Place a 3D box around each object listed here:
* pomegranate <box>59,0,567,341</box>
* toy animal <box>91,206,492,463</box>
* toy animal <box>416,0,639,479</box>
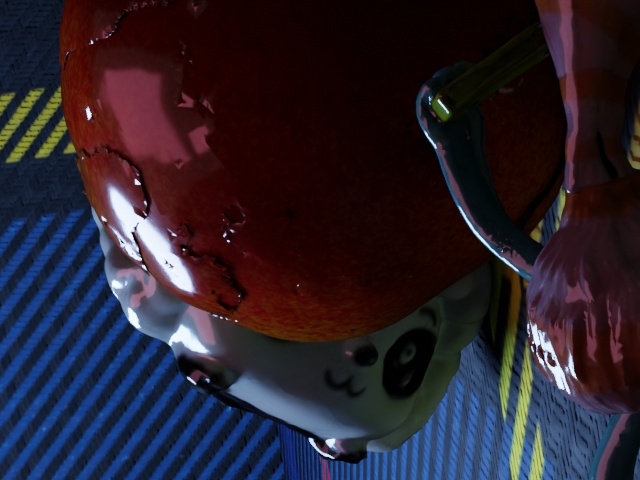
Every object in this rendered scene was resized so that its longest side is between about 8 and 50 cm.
[{"bbox_3d":[-0.003,-0.062,0.722,0.235,0.210,0.210,151,109,-80],"label":"pomegranate"},{"bbox_3d":[0.000,0.000,0.934,0.208,0.156,0.204,32,-157,-33],"label":"toy animal"},{"bbox_3d":[0.081,-0.012,0.497,0.100,0.103,0.208,-18,-83,-53],"label":"toy animal"}]
